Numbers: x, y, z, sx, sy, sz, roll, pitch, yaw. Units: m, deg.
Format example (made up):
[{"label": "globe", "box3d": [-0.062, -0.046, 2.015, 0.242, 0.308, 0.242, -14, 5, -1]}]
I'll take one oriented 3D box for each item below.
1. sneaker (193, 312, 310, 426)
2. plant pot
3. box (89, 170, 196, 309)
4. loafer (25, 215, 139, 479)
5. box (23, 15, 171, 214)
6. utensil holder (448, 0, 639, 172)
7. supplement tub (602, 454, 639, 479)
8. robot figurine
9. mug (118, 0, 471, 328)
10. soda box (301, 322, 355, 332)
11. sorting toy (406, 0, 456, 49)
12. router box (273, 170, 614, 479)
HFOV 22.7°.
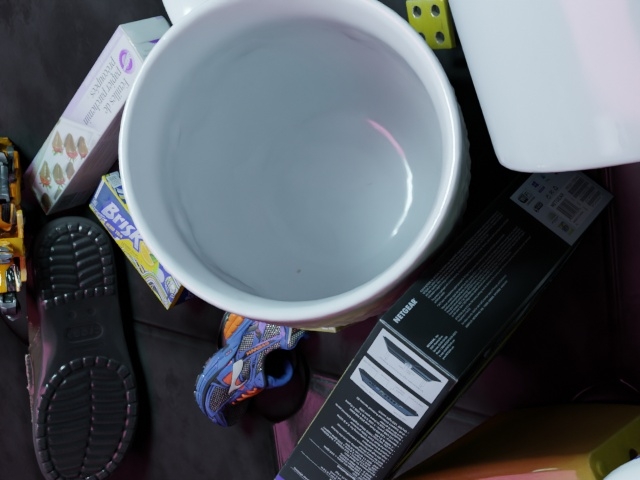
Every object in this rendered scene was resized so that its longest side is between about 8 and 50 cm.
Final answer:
[{"label": "sneaker", "box3d": [-0.076, 0.144, 1.788, 0.087, 0.083, 0.221, 41, 137, 17]}, {"label": "plant pot", "box3d": [0.225, 0.258, 1.425, 0.187, 0.212, 0.212, -25, 88, 39]}, {"label": "box", "box3d": [-0.199, -0.005, 1.870, 0.169, 0.054, 0.059, 51, 137, 19]}, {"label": "loafer", "box3d": [-0.307, 0.137, 2.021, 0.130, 0.134, 0.365, -142, 52, -67]}, {"label": "box", "box3d": [-0.256, -0.140, 1.863, 0.063, 0.067, 0.324, 58, 140, 12]}, {"label": "utensil holder", "box3d": [0.220, -0.273, 1.088, 0.328, 0.328, 0.385, -5, 105, 49]}, {"label": "supplement tub", "box3d": [0.361, 0.212, 1.144, 0.241, 0.331, 0.241, 23, 124, 40]}, {"label": "robot figurine", "box3d": [-0.405, -0.023, 1.963, 0.291, 0.085, 0.211, -121, 29, -70]}, {"label": "mug", "box3d": [-0.029, -0.099, 1.412, 0.276, 0.328, 0.374, -35, 81, 4]}, {"label": "soda box", "box3d": [0.000, 0.000, 1.649, 0.058, 0.061, 0.181, 1, 108, 48]}, {"label": "sorting toy", "box3d": [0.163, -0.256, 1.366, 0.274, 0.046, 0.132, -30, 84, 49]}, {"label": "router box", "box3d": [0.108, 0.085, 1.376, 0.081, 0.309, 0.243, 38, 133, 9]}]
